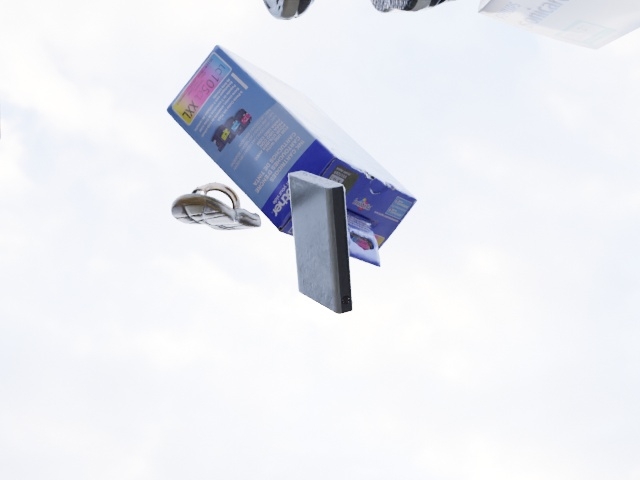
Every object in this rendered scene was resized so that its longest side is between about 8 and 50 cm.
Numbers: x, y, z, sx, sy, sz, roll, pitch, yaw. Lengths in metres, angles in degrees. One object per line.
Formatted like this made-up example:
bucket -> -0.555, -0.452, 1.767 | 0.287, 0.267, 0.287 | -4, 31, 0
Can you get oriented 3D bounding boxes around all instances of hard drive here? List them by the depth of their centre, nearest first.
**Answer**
hard drive -> 0.000, 0.000, 1.029 | 0.022, 0.094, 0.135 | -12, -72, -26

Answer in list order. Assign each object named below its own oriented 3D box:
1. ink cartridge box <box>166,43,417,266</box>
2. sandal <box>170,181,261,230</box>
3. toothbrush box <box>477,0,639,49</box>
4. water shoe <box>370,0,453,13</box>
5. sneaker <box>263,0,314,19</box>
ink cartridge box -> -0.026, -0.119, 1.576 | 0.151, 0.395, 0.270 | -53, -34, 11
sandal -> -0.119, -0.042, 1.142 | 0.072, 0.049, 0.180 | -1, -5, 18
toothbrush box -> 0.245, -0.328, 0.799 | 0.126, 0.216, 0.295 | 17, -91, -4
water shoe -> 0.120, -0.329, 1.272 | 0.080, 0.203, 0.072 | -8, -66, -13
sneaker -> 0.021, -0.271, 0.725 | 0.118, 0.083, 0.221 | 0, -75, -27
